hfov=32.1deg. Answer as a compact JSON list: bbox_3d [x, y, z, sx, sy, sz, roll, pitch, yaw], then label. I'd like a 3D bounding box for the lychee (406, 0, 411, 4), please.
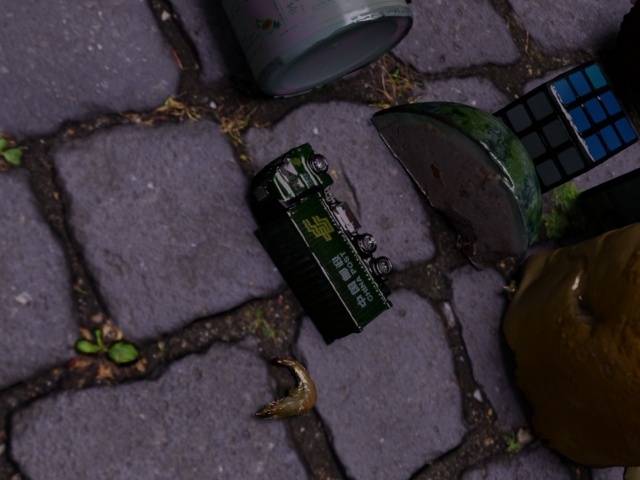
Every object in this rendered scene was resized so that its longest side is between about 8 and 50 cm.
[{"bbox_3d":[0.091,-0.446,1.738,0.188,0.188,0.188,15,63,-31],"label":"lychee"}]

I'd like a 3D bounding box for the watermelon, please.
[{"bbox_3d":[0.226,-0.116,1.730,0.305,0.180,0.224,52,6,-2],"label":"watermelon"}]

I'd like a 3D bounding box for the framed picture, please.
[{"bbox_3d":[0.527,0.017,1.790,0.016,0.347,0.265,-27,88,-4],"label":"framed picture"}]

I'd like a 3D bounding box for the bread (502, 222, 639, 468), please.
[{"bbox_3d":[0.451,0.166,1.624,0.250,0.394,0.361,-27,89,-23],"label":"bread"}]

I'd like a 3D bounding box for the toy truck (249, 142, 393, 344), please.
[{"bbox_3d":[0.000,0.000,1.540,0.121,0.088,0.259,-34,94,-40],"label":"toy truck"}]

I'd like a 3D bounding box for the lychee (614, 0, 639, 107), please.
[{"bbox_3d":[0.695,-0.366,2.077,0.276,0.276,0.304,35,89,-19],"label":"lychee"}]

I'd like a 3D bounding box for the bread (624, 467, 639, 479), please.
[{"bbox_3d":[0.710,0.268,1.865,0.405,0.242,0.346,14,60,-35],"label":"bread"}]

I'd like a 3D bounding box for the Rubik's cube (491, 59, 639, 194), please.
[{"bbox_3d":[0.404,-0.185,1.865,0.162,0.163,0.160,-27,88,-39],"label":"Rubik's cube"}]

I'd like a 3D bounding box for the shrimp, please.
[{"bbox_3d":[-0.053,0.195,1.460,0.114,0.023,0.083,-15,77,-45],"label":"shrimp"}]

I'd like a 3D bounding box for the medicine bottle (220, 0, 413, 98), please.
[{"bbox_3d":[-0.032,-0.385,1.584,0.245,0.245,0.290,-19,81,-40],"label":"medicine bottle"}]
